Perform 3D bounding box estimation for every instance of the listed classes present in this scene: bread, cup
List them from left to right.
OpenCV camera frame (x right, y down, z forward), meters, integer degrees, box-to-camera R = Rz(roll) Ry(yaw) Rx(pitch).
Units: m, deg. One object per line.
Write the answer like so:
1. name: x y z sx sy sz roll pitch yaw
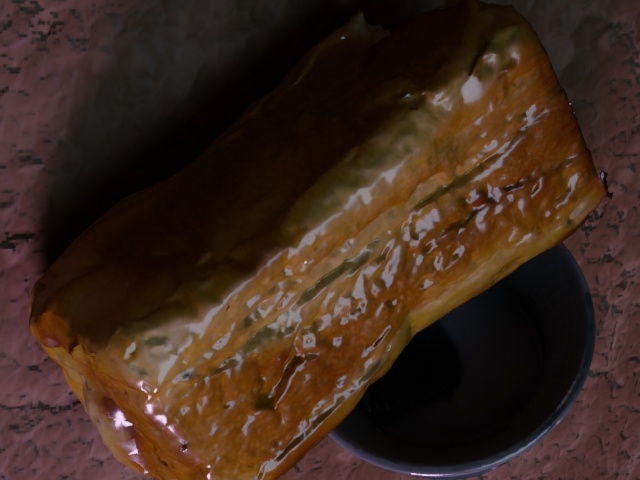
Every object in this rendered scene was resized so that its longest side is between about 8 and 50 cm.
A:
1. bread: -0.002 0.000 1.017 0.344 0.149 0.195 -38 130 -12
2. cup: 0.085 0.088 1.150 0.199 0.199 0.150 -37 154 -11
